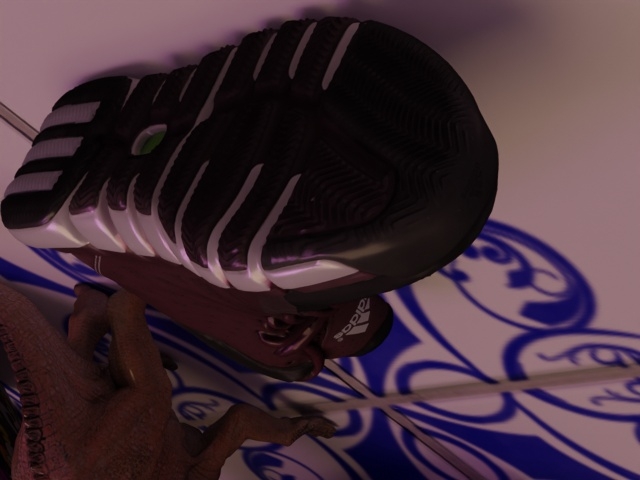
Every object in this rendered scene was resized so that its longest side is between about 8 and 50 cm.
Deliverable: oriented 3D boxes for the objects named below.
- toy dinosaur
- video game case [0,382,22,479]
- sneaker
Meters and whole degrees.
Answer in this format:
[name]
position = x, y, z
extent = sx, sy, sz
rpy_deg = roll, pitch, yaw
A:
[toy dinosaur]
position = -0.117, 0.137, 0.777
extent = 0.127, 0.200, 0.296
rpy_deg = 5, 145, 36
[video game case]
position = -0.223, 0.135, 0.915
extent = 0.232, 0.042, 0.210
rpy_deg = 52, 170, 36
[sneaker]
position = 0.000, 0.000, 0.564
extent = 0.162, 0.106, 0.281
rpy_deg = 39, 162, -33
